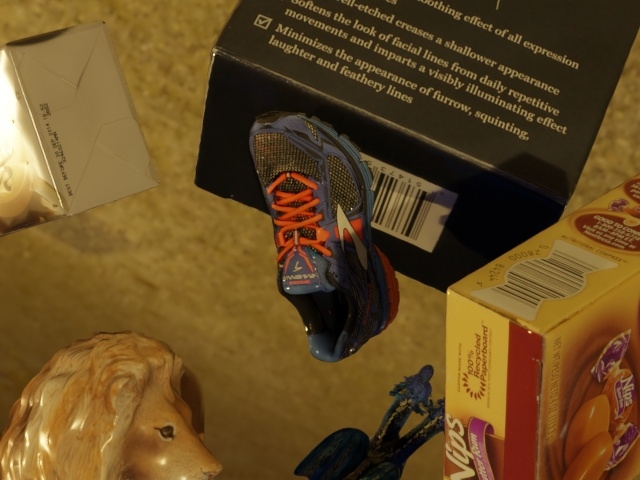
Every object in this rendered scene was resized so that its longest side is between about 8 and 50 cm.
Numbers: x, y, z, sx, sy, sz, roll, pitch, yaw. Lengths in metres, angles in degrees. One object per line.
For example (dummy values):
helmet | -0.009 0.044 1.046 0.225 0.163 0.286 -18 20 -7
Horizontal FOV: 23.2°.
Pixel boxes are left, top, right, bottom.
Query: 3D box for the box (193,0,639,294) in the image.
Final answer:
box | 0.109 -0.187 1.320 0.294 0.395 0.212 24 151 4

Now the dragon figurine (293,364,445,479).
dragon figurine | 0.027 0.237 1.527 0.085 0.289 0.144 46 159 14

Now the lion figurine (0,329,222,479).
lion figurine | -0.145 0.151 1.112 0.142 0.240 0.392 13 -172 -3

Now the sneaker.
sneaker | 0.000 0.000 1.180 0.083 0.087 0.221 -5 123 31

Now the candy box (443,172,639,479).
candy box | 0.131 0.035 0.648 0.053 0.187 0.109 26 131 37

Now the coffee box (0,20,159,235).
coffee box | -0.308 -0.093 1.538 0.297 0.119 0.168 -12 97 49
